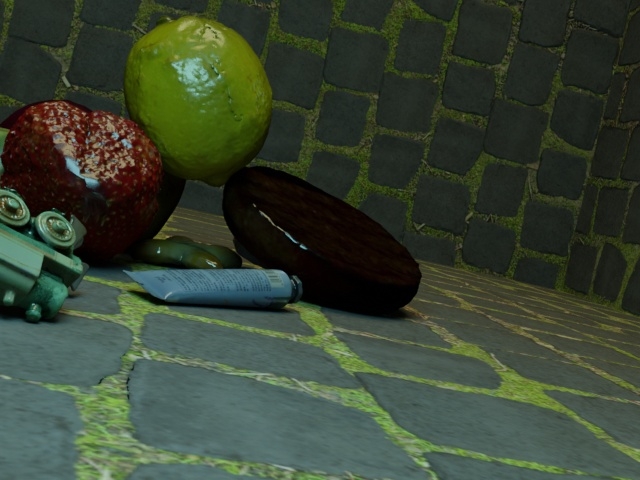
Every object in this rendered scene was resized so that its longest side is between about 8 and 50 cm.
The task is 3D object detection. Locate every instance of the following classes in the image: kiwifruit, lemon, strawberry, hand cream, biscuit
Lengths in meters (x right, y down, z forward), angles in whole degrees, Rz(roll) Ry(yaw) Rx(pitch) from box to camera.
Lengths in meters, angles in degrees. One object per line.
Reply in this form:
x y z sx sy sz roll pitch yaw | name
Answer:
-0.353 -0.104 1.535 0.196 0.234 0.196 35 -10 7 | kiwifruit
-0.206 -0.239 1.413 0.260 0.284 0.260 -21 -19 -8 | lemon
-0.358 -0.081 1.257 0.250 0.238 0.288 6 14 -28 | strawberry
-0.139 0.065 1.155 0.271 0.058 0.091 5 20 -43 | hand cream
-0.234 0.026 1.482 0.164 0.047 0.208 12 3 5 | biscuit
0.000 0.000 1.517 0.407 0.091 0.407 28 17 -9 | biscuit

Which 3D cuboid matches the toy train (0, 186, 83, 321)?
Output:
-0.322 0.008 0.801 0.194 0.081 0.125 33 31 -32 | toy train

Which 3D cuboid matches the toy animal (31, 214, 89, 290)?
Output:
-0.364 0.011 0.991 0.179 0.089 0.188 1 6 7 | toy animal

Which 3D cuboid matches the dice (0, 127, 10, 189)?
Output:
-0.577 -0.110 1.363 0.166 0.169 0.169 14 4 24 | dice

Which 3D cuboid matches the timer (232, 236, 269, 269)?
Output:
-0.076 0.028 1.615 0.191 0.069 0.208 26 3 -13 | timer

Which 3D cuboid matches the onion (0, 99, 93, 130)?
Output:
-0.536 -0.157 1.684 0.282 0.260 0.337 19 3 7 | onion
